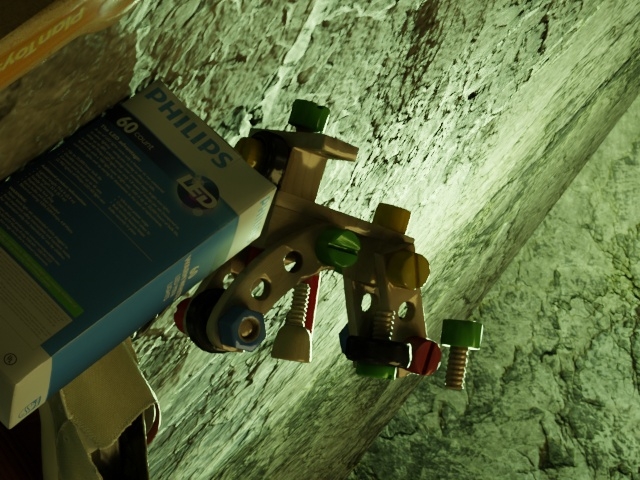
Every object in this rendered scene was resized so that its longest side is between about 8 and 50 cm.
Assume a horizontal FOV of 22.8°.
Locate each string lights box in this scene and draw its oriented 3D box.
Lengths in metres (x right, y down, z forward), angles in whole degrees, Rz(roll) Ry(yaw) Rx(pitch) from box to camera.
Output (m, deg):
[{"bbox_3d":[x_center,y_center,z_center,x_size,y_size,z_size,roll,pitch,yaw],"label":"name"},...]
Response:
[{"bbox_3d":[-0.171,0.004,1.174,0.259,0.133,0.077,-38,163,-31],"label":"string lights box"}]

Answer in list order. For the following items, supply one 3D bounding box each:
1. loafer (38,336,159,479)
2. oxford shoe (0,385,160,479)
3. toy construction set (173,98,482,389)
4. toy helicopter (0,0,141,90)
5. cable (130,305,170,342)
[{"bbox_3d":[-0.189,0.124,1.354,0.102,0.092,0.268,-42,136,-49],"label":"loafer"},{"bbox_3d":[-0.298,0.223,1.452,0.348,0.123,0.130,-18,167,-49],"label":"oxford shoe"},{"bbox_3d":[0.000,0.000,1.497,0.309,0.257,0.237,166,-68,-80],"label":"toy construction set"},{"bbox_3d":[-0.210,-0.071,0.855,0.355,0.140,0.235,-41,168,-32],"label":"toy helicopter"},{"bbox_3d":[-0.162,0.039,1.508,0.184,0.047,0.150,-49,172,-8],"label":"cable"}]
